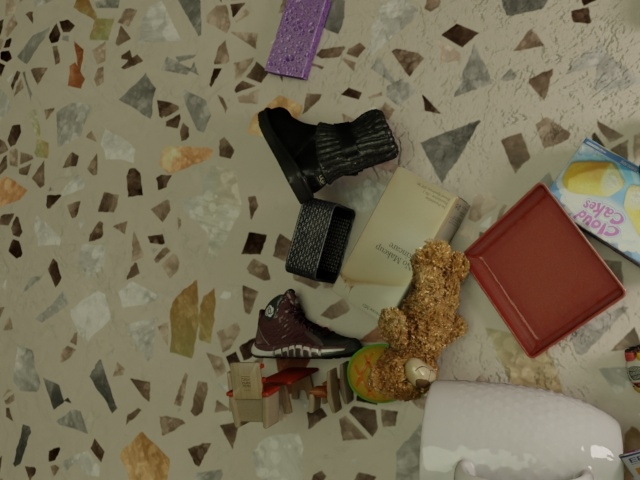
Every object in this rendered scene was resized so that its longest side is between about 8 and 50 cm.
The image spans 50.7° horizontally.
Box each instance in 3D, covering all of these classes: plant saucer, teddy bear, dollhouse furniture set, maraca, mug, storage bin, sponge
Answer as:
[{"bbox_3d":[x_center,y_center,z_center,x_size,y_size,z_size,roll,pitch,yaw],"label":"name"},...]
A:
[{"bbox_3d":[0.431,0.059,1.318,0.259,0.047,0.258,59,137,20],"label":"plant saucer"},{"bbox_3d":[0.214,0.164,1.349,0.113,0.245,0.338,17,67,37],"label":"teddy bear"},{"bbox_3d":[-0.092,0.309,1.477,0.261,0.259,0.135,-5,90,24],"label":"dollhouse furniture set"},{"bbox_3d":[0.149,0.286,1.451,0.185,0.099,0.127,-4,91,11],"label":"maraca"},{"bbox_3d":[0.351,0.397,1.180,0.327,0.374,0.277,-1,86,20],"label":"mug"},{"bbox_3d":[0.000,0.000,1.549,0.084,0.122,0.180,14,89,27],"label":"storage bin"},{"bbox_3d":[-0.057,-0.515,1.702,0.117,0.031,0.210,18,91,27],"label":"sponge"}]

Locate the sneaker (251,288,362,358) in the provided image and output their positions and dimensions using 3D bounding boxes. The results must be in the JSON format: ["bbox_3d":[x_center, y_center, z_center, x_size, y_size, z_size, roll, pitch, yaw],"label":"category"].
[{"bbox_3d":[-0.039,0.190,1.555,0.281,0.106,0.163,-5,78,27],"label":"sneaker"}]

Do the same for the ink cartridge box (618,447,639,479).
[{"bbox_3d":[0.673,0.348,1.070,0.324,0.330,0.071,-26,33,21],"label":"ink cartridge box"}]

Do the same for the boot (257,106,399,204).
[{"bbox_3d":[0.015,-0.245,1.564,0.260,0.131,0.348,-29,46,2],"label":"boot"}]

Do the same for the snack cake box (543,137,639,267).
[{"bbox_3d":[0.579,-0.059,1.287,0.264,0.089,0.152,38,99,26],"label":"snack cake box"}]

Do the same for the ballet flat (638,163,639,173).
[{"bbox_3d":[0.631,-0.166,1.237,0.074,0.203,0.074,15,130,18],"label":"ballet flat"}]

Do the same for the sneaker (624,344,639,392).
[{"bbox_3d":[0.671,0.239,1.211,0.225,0.088,0.093,-3,92,32],"label":"sneaker"}]

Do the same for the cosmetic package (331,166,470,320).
[{"bbox_3d":[0.174,0.016,1.467,0.160,0.113,0.310,30,96,27],"label":"cosmetic package"}]
